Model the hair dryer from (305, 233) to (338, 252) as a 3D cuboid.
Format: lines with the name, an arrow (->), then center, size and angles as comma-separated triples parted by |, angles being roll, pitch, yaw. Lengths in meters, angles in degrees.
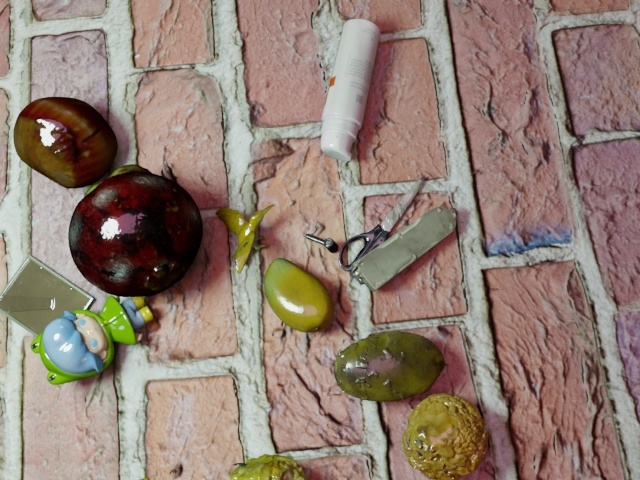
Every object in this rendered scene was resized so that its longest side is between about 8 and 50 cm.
hair dryer -> 0.000, 0.000, 1.494 | 0.083, 0.047, 0.026 | 24, 79, 23

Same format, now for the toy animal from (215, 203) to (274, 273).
toy animal -> -0.159, -0.020, 1.483 | 0.155, 0.095, 0.219 | -35, 46, -4

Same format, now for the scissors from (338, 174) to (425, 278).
scissors -> 0.158, -0.038, 1.502 | 0.109, 0.022, 0.300 | 37, 80, 7

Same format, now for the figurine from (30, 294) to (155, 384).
figurine -> -0.506, 0.213, 1.432 | 0.263, 0.143, 0.162 | -30, 83, -21

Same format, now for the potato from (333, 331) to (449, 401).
potato -> 0.152, 0.274, 1.381 | 0.251, 0.113, 0.149 | -3, 78, 3

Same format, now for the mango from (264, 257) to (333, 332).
mango -> -0.053, 0.123, 1.441 | 0.130, 0.092, 0.194 | -32, 72, -3

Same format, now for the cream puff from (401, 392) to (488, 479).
cream puff -> 0.261, 0.414, 1.335 | 0.189, 0.129, 0.189 | -1, 74, 2

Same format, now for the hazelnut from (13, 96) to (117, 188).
hazelnut -> -0.598, -0.238, 1.515 | 0.229, 0.229, 0.229 | -1, 77, 3

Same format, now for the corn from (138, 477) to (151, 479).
corn -> -0.471, 0.619, 1.350 | 0.313, 0.102, 0.102 | -41, 78, -8

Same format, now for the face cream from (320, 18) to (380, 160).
face cream -> 0.068, -0.362, 1.543 | 0.102, 0.102, 0.345 | 12, 77, 6

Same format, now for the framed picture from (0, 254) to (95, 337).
framed picture -> -0.658, 0.147, 1.512 | 0.203, 0.015, 0.150 | 30, 81, 9

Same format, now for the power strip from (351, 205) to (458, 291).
power strip -> 0.198, 0.012, 1.460 | 0.286, 0.048, 0.080 | -36, 90, -10

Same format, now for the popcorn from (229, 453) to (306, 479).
popcorn -> -0.115, 0.509, 1.313 | 0.173, 0.173, 0.142 | 5, 101, 5

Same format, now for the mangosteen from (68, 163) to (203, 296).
mangosteen -> -0.409, -0.022, 1.407 | 0.311, 0.311, 0.311 | -1, 77, 3
